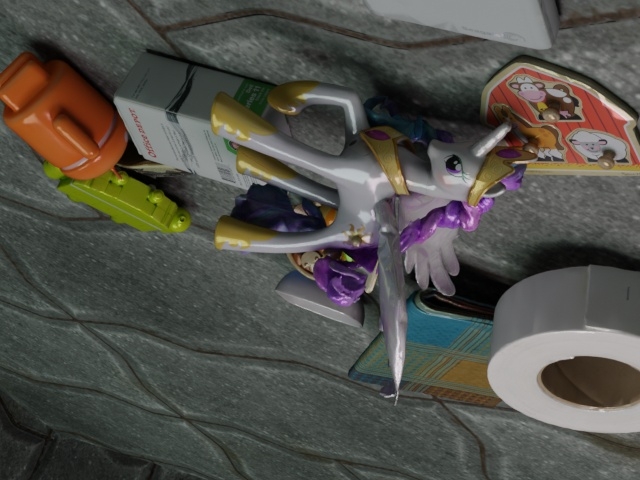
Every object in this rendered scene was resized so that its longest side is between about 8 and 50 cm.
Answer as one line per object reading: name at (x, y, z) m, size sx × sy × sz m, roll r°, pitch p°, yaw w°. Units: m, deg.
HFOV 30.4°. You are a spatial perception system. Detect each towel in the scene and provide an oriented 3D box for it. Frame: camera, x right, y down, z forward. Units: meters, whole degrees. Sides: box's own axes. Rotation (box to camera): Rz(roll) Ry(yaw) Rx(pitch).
towel at (0.215, 0.174, 1.821) m, size 0.271 × 0.040 × 0.370 m, roll 13°, pitch 155°, yaw -9°

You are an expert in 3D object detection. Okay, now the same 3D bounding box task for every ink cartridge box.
ink cartridge box at (-0.153, -0.156, 1.579) m, size 0.208 × 0.087 × 0.153 m, roll 17°, pitch 154°, yaw 18°

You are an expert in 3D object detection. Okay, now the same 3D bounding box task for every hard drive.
hard drive at (0.097, -0.268, 1.057) m, size 0.203 × 0.040 × 0.307 m, roll 17°, pitch 171°, yaw 22°

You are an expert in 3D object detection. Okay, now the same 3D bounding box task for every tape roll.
tape roll at (0.368, 0.150, 1.567) m, size 0.286 × 0.100 × 0.286 m, roll 10°, pitch 147°, yaw 6°

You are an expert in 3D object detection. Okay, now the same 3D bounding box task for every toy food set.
toy food set at (0.000, 0.000, 1.713) m, size 0.192 × 0.038 × 0.132 m, roll 20°, pitch 112°, yaw 15°

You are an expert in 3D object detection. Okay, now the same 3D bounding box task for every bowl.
bowl at (0.007, 0.091, 1.919) m, size 0.142 × 0.053 × 0.142 m, roll 20°, pitch 172°, yaw 16°

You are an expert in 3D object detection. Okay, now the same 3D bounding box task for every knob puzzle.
knob puzzle at (0.255, -0.127, 1.295) m, size 0.213 × 0.030 × 0.213 m, roll 23°, pitch 156°, yaw 11°

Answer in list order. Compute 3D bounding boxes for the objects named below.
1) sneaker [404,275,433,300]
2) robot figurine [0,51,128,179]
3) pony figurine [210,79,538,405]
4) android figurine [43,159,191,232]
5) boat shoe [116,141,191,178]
sneaker at (0.131, 0.102, 1.848) m, size 0.083 × 0.071 × 0.190 m, roll 36°, pitch 155°, yaw 12°
robot figurine at (-0.370, -0.176, 1.715) m, size 0.158 × 0.128 × 0.219 m, roll -8°, pitch 137°, yaw 43°
pony figurine at (0.059, -0.028, 1.411) m, size 0.363 × 0.303 × 0.351 m, roll 13°, pitch 132°, yaw 11°
android figurine at (-0.328, -0.074, 1.904) m, size 0.248 × 0.056 × 0.273 m, roll 27°, pitch 167°, yaw -19°
boat shoe at (-0.255, -0.118, 1.796) m, size 0.152 × 0.056 × 0.049 m, roll 8°, pitch 144°, yaw 36°
